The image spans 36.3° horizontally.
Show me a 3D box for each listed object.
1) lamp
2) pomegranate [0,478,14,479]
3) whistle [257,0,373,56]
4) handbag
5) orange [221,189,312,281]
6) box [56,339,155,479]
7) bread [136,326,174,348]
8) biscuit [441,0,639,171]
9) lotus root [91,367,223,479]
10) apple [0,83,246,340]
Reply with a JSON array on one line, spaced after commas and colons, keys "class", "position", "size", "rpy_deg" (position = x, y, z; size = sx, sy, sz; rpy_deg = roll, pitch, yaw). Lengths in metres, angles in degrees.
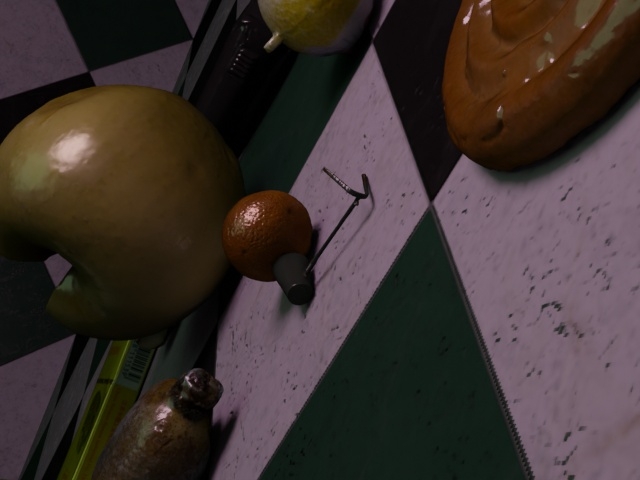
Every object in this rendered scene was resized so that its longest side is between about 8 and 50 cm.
[{"class": "lamp", "position": [0.000, 0.001, 0.769], "size": [0.121, 0.041, 0.054], "rpy_deg": [-63, 24, 24]}, {"class": "pomegranate", "position": [-0.273, 0.348, 0.830], "size": [0.341, 0.260, 0.260], "rpy_deg": [29, 96, 42]}, {"class": "whistle", "position": [0.026, -0.263, 0.971], "size": [0.223, 0.123, 0.123], "rpy_deg": [-47, 14, -7]}, {"class": "handbag", "position": [-0.109, -0.248, 1.390], "size": [0.244, 0.088, 0.275], "rpy_deg": [-82, 18, -51]}, {"class": "orange", "position": [-0.044, -0.005, 0.834], "size": [0.085, 0.085, 0.085], "rpy_deg": [-57, 18, 30]}, {"class": "box", "position": [-0.314, 0.255, 1.420], "size": [0.187, 0.047, 0.334], "rpy_deg": [-20, 48, 69]}, {"class": "bread", "position": [-0.198, 0.047, 1.319], "size": [0.073, 0.053, 0.214], "rpy_deg": [139, 148, -66]}, {"class": "biscuit", "position": [0.137, -0.159, 0.531], "size": [0.262, 0.037, 0.262], "rpy_deg": [-57, 19, 32]}, {"class": "lotus root", "position": [-0.145, 0.187, 0.879], "size": [0.192, 0.088, 0.113], "rpy_deg": [-57, 11, 31]}, {"class": "apple", "position": [-0.225, -0.035, 1.104], "size": [0.254, 0.292, 0.292], "rpy_deg": [-48, 3, -34]}]
